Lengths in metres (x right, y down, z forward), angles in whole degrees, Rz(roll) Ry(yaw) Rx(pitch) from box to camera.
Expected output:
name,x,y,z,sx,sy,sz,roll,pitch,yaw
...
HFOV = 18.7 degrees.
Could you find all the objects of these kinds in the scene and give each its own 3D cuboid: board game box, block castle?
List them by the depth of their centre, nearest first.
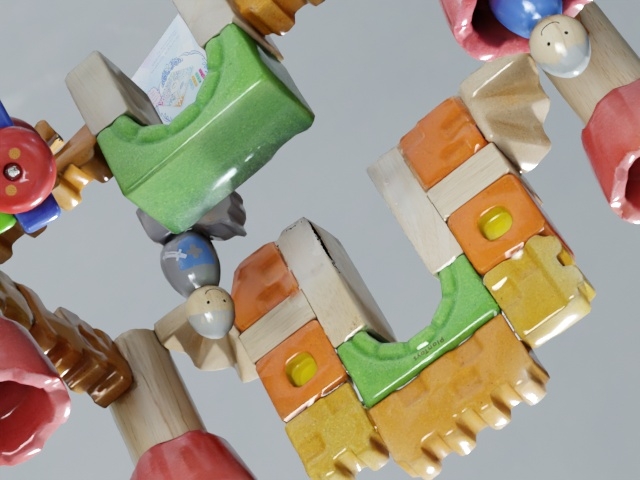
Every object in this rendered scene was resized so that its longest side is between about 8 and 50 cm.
name,x,y,z,sx,sy,sz,roll,pitch,yaw
block castle,0.000,0.000,1.146,0.453,0.213,0.303,-38,142,10
board game box,-0.096,-0.093,1.339,0.020,0.090,0.090,8,128,-50

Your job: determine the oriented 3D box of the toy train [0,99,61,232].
name,x,y,z,sx,sy,sz,roll,pitch,yaw
toy train,-0.241,-0.093,0.955,0.143,0.248,0.105,-29,-168,-7
